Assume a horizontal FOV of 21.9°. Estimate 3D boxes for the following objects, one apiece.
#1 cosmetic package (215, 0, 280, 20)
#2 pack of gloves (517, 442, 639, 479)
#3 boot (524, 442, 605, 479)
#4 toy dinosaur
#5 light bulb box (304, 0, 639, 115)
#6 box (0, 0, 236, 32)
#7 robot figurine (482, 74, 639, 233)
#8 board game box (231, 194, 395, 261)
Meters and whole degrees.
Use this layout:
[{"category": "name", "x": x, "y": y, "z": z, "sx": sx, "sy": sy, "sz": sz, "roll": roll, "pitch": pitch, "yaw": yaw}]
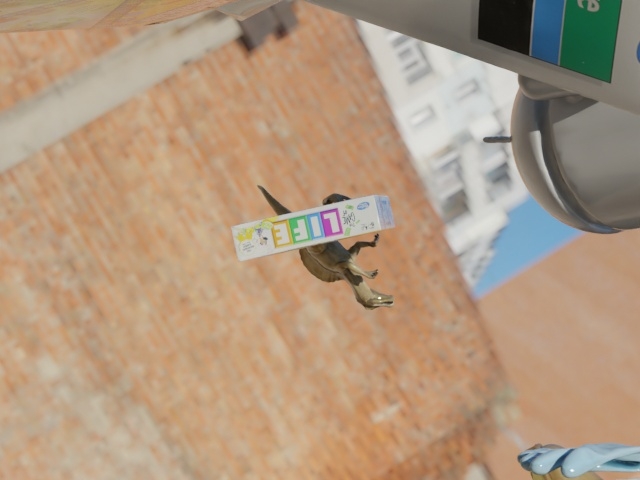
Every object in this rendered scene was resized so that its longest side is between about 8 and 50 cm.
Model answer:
[{"category": "cosmetic package", "x": -0.088, "y": -0.450, "z": 1.799, "sx": 0.197, "sy": 0.365, "sz": 0.155, "roll": 21, "pitch": -12, "yaw": -22}, {"category": "pack of gloves", "x": 0.262, "y": 0.138, "z": 1.124, "sx": 0.195, "sy": 0.232, "sz": 0.046, "roll": 3, "pitch": -89, "yaw": 53}, {"category": "boot", "x": 0.361, "y": 0.230, "z": 1.563, "sx": 0.236, "sy": 0.269, "sz": 0.089, "roll": 57, "pitch": 7, "yaw": 17}, {"category": "toy dinosaur", "x": 0.000, "y": 0.000, "z": 1.597, "sx": 0.183, "sy": 0.053, "sz": 0.092, "roll": 44, "pitch": -39, "yaw": 9}, {"category": "light bulb box", "x": 0.184, "y": -0.318, "z": 1.240, "sx": 0.361, "sy": 0.358, "sz": 0.225, "roll": 22, "pitch": -40, "yaw": 22}, {"category": "box", "x": -0.183, "y": -0.286, "z": 1.039, "sx": 0.177, "sy": 0.279, "sz": 0.289, "roll": -7, "pitch": -87, "yaw": 49}, {"category": "robot figurine", "x": 0.325, "y": -0.115, "z": 1.580, "sx": 0.300, "sy": 0.199, "sz": 0.353, "roll": 27, "pitch": -25, "yaw": -35}, {"category": "board game box", "x": -0.002, "y": -0.010, "z": 1.224, "sx": 0.154, "sy": 0.103, "sz": 0.026, "roll": -11, "pitch": 89, "yaw": -83}]
